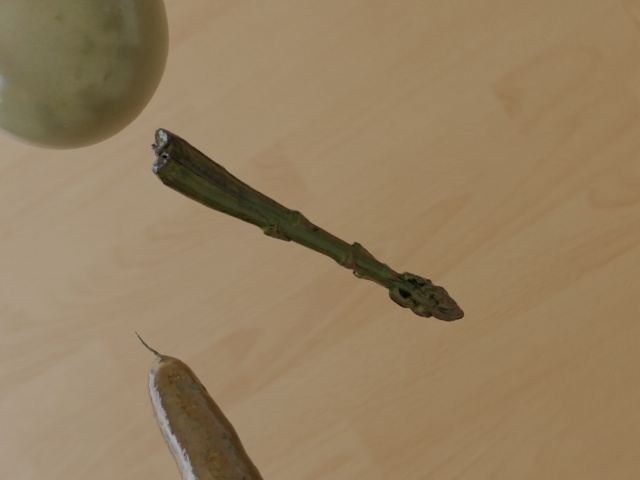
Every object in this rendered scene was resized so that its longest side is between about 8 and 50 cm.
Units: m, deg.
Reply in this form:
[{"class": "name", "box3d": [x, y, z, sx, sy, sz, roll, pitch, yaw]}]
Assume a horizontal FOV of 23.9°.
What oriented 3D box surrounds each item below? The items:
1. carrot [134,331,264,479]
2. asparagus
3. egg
[{"class": "carrot", "box3d": [-0.062, 0.180, 1.007, 0.078, 0.078, 0.298, -32, 67, 13]}, {"class": "asparagus", "box3d": [0.000, 0.000, 0.732, 0.022, 0.233, 0.023, -55, 46, 7]}, {"class": "egg", "box3d": [-0.256, -0.198, 1.461, 0.269, 0.219, 0.219, 31, 102, 55]}]
